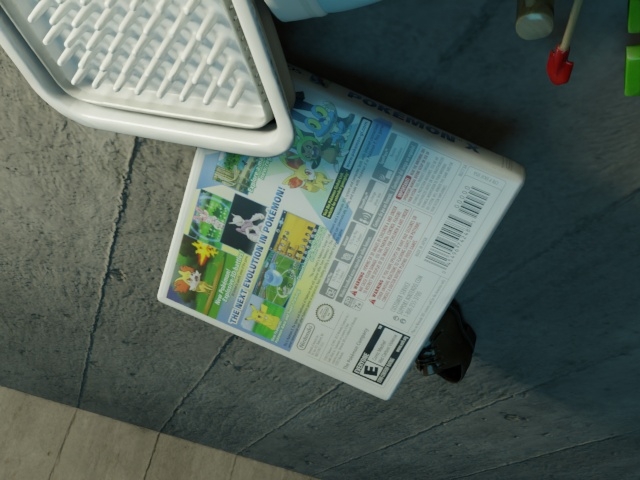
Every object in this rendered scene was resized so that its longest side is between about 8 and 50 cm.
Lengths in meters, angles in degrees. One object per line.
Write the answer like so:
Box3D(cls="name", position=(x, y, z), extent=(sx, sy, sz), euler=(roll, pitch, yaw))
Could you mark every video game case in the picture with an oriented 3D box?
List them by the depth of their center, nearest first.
Box3D(cls="video game case", position=(0.000, 0.000, 0.746), extent=(0.300, 0.036, 0.329), euler=(24, 126, 0))

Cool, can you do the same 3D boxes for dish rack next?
Box3D(cls="dish rack", position=(-0.163, -0.208, 0.548), extent=(0.285, 0.072, 0.333), euler=(11, 149, 22))

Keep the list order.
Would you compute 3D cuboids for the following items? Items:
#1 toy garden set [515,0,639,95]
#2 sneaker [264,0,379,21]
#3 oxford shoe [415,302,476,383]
Box3D(cls="toy garden set", position=(0.214, -0.198, 0.480), extent=(0.204, 0.049, 0.244), euler=(-1, 149, 20))
Box3D(cls="sneaker", position=(0.003, -0.237, 0.365), extent=(0.150, 0.135, 0.366), euler=(-9, 174, 11))
Box3D(cls="oxford shoe", position=(0.164, 0.143, 1.039), extent=(0.083, 0.096, 0.227), euler=(-9, 142, 37))
